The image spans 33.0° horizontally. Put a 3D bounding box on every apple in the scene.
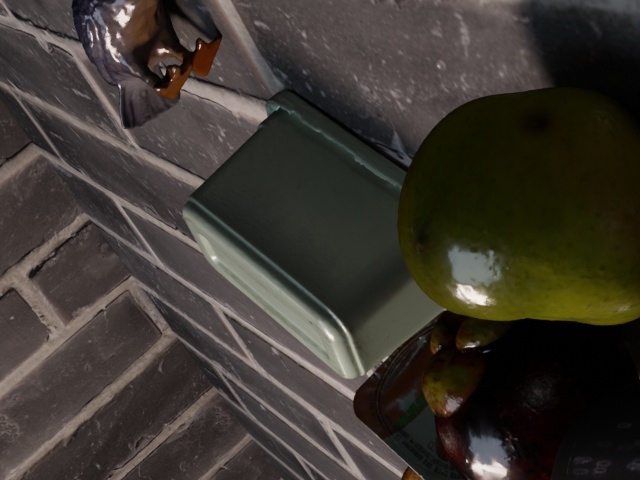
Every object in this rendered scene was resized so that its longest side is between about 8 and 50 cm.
[{"bbox_3d":[0.150,-0.020,0.738,0.196,0.196,0.157,147,123,-74],"label":"apple"}]

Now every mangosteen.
[{"bbox_3d":[0.190,0.141,0.986,0.210,0.210,0.210,43,163,17],"label":"mangosteen"}]

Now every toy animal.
[{"bbox_3d":[-0.215,-0.248,1.282,0.185,0.122,0.298,41,157,8],"label":"toy animal"}]

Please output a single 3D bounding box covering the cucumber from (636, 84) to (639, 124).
[{"bbox_3d":[0.288,-0.021,0.636,0.256,0.043,0.044,42,158,24],"label":"cucumber"}]

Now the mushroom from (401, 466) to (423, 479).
[{"bbox_3d":[0.213,0.440,1.637,0.267,0.254,0.267,33,-174,-4],"label":"mushroom"}]

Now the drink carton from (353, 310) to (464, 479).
[{"bbox_3d":[0.165,0.213,1.250,0.191,0.185,0.190,38,164,25],"label":"drink carton"}]

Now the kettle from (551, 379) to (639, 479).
[{"bbox_3d":[0.352,0.199,0.768,0.268,0.207,0.290,21,161,-14],"label":"kettle"}]

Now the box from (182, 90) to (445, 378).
[{"bbox_3d":[0.000,0.000,1.179,0.312,0.182,0.175,38,161,34],"label":"box"}]
